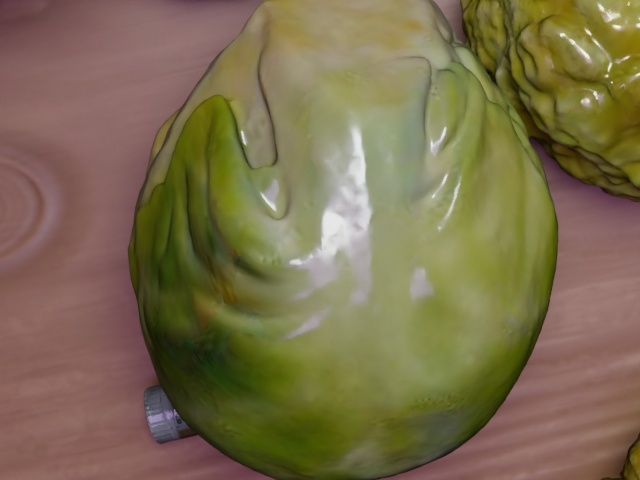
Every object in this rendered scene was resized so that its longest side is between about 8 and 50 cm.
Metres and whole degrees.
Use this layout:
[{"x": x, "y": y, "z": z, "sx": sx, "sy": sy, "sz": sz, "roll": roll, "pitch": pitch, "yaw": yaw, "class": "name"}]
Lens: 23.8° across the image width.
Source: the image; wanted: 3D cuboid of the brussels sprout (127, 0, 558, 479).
[{"x": 0.000, "y": 0.000, "z": 1.003, "sx": 0.268, "sy": 0.344, "sz": 0.344, "roll": -19, "pitch": 102, "yaw": -38, "class": "brussels sprout"}]

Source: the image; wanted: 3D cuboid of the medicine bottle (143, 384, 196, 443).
[{"x": -0.089, "y": 0.125, "z": 1.166, "sx": 0.083, "sy": 0.047, "sz": 0.047, "roll": -14, "pitch": 99, "yaw": 5, "class": "medicine bottle"}]

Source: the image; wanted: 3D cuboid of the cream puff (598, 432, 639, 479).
[{"x": 0.278, "y": 0.227, "z": 1.118, "sx": 0.195, "sy": 0.194, "sz": 0.221, "roll": -28, "pitch": 110, "yaw": 7, "class": "cream puff"}]

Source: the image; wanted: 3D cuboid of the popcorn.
[{"x": 0.227, "y": -0.144, "z": 1.036, "sx": 0.252, "sy": 0.206, "sz": 0.236, "roll": -10, "pitch": 85, "yaw": -20, "class": "popcorn"}]
